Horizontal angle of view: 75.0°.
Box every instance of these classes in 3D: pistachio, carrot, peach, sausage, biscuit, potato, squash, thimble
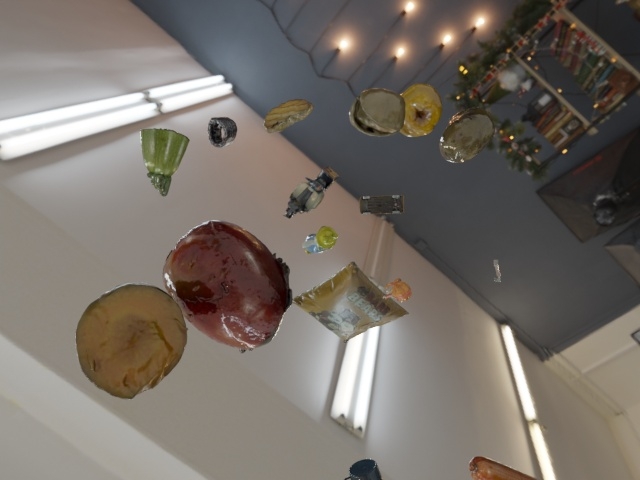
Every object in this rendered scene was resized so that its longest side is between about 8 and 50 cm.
[{"bbox_3d":[0.158,-0.348,1.139,0.135,0.136,0.226,51,-142,11],"label":"pistachio"},{"bbox_3d":[-0.471,0.226,1.050,0.242,0.241,0.341,34,166,-20],"label":"carrot"},{"bbox_3d":[-0.289,0.151,1.317,0.417,0.339,0.353,43,-164,1],"label":"peach"},{"bbox_3d":[0.421,0.514,0.873,0.348,0.053,0.053,31,-149,-24],"label":"sausage"},{"bbox_3d":[-0.114,-0.427,1.436,0.118,0.183,0.061,55,173,44],"label":"biscuit"},{"bbox_3d":[0.504,-0.360,1.425,0.165,0.165,0.262,43,-132,-4],"label":"potato"},{"bbox_3d":[0.329,-0.438,1.414,0.179,0.179,0.103,30,-153,-25],"label":"peach"},{"bbox_3d":[-0.347,-0.166,0.906,0.105,0.105,0.131,13,-98,-45],"label":"squash"},{"bbox_3d":[-0.345,-0.381,1.474,0.095,0.104,0.066,15,-155,27],"label":"thimble"}]

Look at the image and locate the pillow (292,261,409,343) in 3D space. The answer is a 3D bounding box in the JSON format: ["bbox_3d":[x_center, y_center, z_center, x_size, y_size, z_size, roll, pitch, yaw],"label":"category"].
[{"bbox_3d":[0.101,0.233,1.484,0.310,0.313,0.119,43,-147,-21],"label":"pillow"}]

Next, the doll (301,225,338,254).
[{"bbox_3d":[0.000,0.001,1.766,0.135,0.241,0.098,18,-105,-17],"label":"doll"}]

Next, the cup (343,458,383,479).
[{"bbox_3d":[0.156,0.909,1.527,0.131,0.177,0.155,76,179,-89],"label":"cup"}]

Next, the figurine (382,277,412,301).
[{"bbox_3d":[0.164,0.108,0.908,0.047,0.064,0.109,57,173,1],"label":"figurine"}]

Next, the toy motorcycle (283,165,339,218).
[{"bbox_3d":[-0.036,-0.158,1.397,0.091,0.157,0.263,41,-153,1],"label":"toy motorcycle"}]

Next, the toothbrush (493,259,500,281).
[{"bbox_3d":[0.450,0.081,1.062,0.194,0.017,0.014,39,-132,-61],"label":"toothbrush"}]

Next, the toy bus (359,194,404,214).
[{"bbox_3d":[0.229,-0.132,1.554,0.074,0.162,0.069,-16,-75,-76],"label":"toy bus"}]
